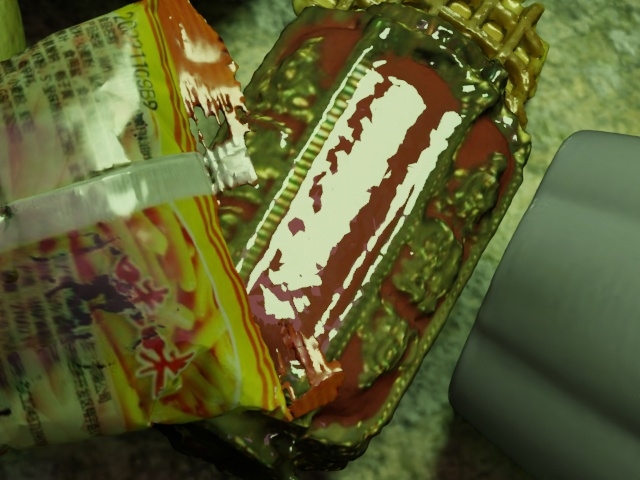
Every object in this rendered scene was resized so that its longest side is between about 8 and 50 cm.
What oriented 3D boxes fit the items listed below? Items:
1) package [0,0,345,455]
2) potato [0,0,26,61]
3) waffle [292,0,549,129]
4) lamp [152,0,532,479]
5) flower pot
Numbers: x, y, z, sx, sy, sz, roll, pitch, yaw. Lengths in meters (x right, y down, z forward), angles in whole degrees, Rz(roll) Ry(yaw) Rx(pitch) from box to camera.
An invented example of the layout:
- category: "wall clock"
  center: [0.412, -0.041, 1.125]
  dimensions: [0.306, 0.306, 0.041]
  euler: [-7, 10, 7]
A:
- category: "package"
  center: [-0.154, 0.019, 0.783]
  dimensions: [0.288, 0.108, 0.223]
  euler: [-20, 87, -2]
- category: "potato"
  center: [-0.313, -0.167, 0.869]
  dimensions: [0.359, 0.270, 0.219]
  euler: [35, 57, -2]
- category: "waffle"
  center: [0.064, -0.123, 1.071]
  dimensions: [0.191, 0.038, 0.191]
  euler: [5, 67, -11]
- category: "lamp"
  center: [0.000, 0.000, 0.922]
  dimensions: [0.177, 0.177, 0.274]
  euler: [30, 75, 0]
- category: "flower pot"
  center: [0.216, 0.061, 0.929]
  dimensions: [0.243, 0.265, 0.265]
  euler: [27, 63, 13]
